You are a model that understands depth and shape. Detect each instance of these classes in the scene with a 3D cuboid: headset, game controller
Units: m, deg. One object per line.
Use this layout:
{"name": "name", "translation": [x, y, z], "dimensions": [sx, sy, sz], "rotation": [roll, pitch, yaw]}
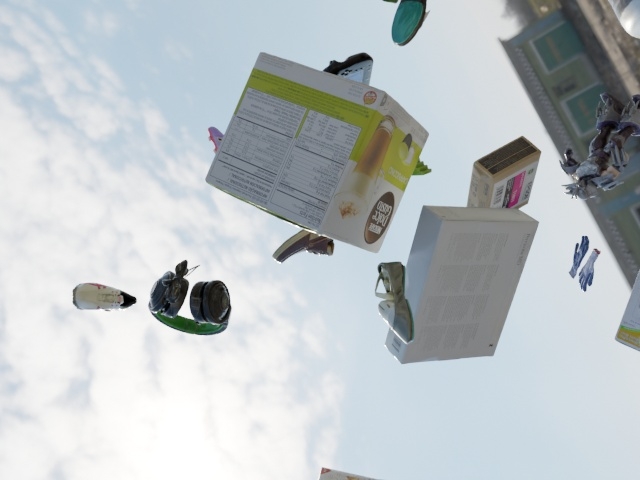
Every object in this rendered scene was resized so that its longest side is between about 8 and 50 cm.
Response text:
{"name": "headset", "translation": [-0.387, 0.187, 2.139], "dimensions": [0.394, 0.244, 0.185], "rotation": [98, -177, -55]}
{"name": "game controller", "translation": [0.080, -0.495, 2.335], "dimensions": [0.319, 0.167, 0.067], "rotation": [91, 165, -81]}

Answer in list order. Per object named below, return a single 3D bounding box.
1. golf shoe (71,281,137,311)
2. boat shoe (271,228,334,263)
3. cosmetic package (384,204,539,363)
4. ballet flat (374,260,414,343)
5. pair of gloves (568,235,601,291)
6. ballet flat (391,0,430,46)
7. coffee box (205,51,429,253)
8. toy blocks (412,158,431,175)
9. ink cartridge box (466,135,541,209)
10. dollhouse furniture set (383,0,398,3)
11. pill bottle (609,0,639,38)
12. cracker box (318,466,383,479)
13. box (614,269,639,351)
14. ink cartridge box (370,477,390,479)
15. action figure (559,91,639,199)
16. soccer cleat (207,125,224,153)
{"name": "golf shoe", "translation": [-0.521, 0.135, 1.791], "dimensions": [0.186, 0.086, 0.067], "rotation": [18, -112, -68]}
{"name": "boat shoe", "translation": [0.000, 0.000, 2.391], "dimensions": [0.123, 0.342, 0.123], "rotation": [58, -163, -1]}
{"name": "cosmetic package", "translation": [0.333, 0.106, 1.770], "dimensions": [0.285, 0.377, 0.097], "rotation": [2, -156, -26]}
{"name": "ballet flat", "translation": [0.142, 0.123, 1.478], "dimensions": [0.213, 0.068, 0.072], "rotation": [-91, 4, -50]}
{"name": "pair of gloves", "translation": [0.901, 0.076, 2.536], "dimensions": [0.023, 0.159, 0.198], "rotation": [12, -157, -5]}
{"name": "ballet flat", "translation": [0.285, -0.705, 2.194], "dimensions": [0.096, 0.095, 0.280], "rotation": [1, -75, -58]}
{"name": "coffee box", "translation": [0.001, -0.194, 1.749], "dimensions": [0.338, 0.334, 0.338], "rotation": [24, -178, 27]}
{"name": "toy blocks", "translation": [0.136, -0.318, 2.262], "dimensions": [0.191, 0.382, 0.260], "rotation": [-23, -71, -45]}
{"name": "ink cartridge box", "translation": [0.537, -0.167, 2.195], "dimensions": [0.088, 0.193, 0.234], "rotation": [50, 159, 34]}
{"name": "dollhouse furniture set", "translation": [0.152, -0.490, 1.355], "dimensions": [0.198, 0.151, 0.301], "rotation": [-5, -137, -48]}
{"name": "pill bottle", "translation": [0.516, -0.437, 1.112], "dimensions": [0.204, 0.204, 0.360], "rotation": [6, -120, -63]}
{"name": "cracker box", "translation": [0.102, 0.740, 2.148], "dimensions": [0.155, 0.233, 0.067], "rotation": [-58, -22, -79]}
{"name": "box", "translation": [0.821, 0.170, 1.820], "dimensions": [0.114, 0.203, 0.103], "rotation": [3, -163, -46]}
{"name": "ink cartridge box", "translation": [0.216, 0.849, 2.361], "dimensions": [0.176, 0.128, 0.127], "rotation": [42, -126, -34]}
{"name": "action figure", "translation": [0.628, -0.200, 1.658], "dimensions": [0.099, 0.185, 0.285], "rotation": [43, -110, -26]}
{"name": "soccer cleat", "translation": [-0.261, -0.253, 2.300], "dimensions": [0.248, 0.095, 0.083], "rotation": [60, 177, -12]}
